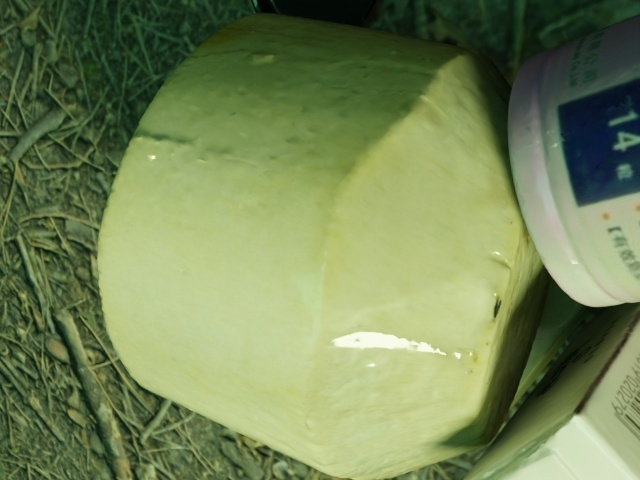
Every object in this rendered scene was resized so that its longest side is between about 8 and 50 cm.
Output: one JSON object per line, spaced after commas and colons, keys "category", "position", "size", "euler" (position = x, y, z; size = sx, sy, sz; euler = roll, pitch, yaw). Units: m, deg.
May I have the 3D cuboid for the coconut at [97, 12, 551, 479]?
{"category": "coconut", "position": [0.000, 0.000, 0.532], "size": [0.322, 0.323, 0.323], "euler": [12, 112, 31]}

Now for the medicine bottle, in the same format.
{"category": "medicine bottle", "position": [0.236, -0.058, 0.365], "size": [0.253, 0.152, 0.152], "euler": [-15, 97, 40]}

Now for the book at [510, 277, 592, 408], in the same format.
{"category": "book", "position": [0.076, 0.019, 0.679], "size": [0.289, 0.026, 0.201], "euler": [39, 123, 18]}

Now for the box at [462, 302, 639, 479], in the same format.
{"category": "box", "position": [0.225, 0.145, 0.473], "size": [0.194, 0.260, 0.111], "euler": [49, 125, 12]}

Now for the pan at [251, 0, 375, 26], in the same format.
{"category": "pan", "position": [-0.009, -0.277, 0.638], "size": [0.136, 0.028, 0.235], "euler": [8, 113, 32]}
